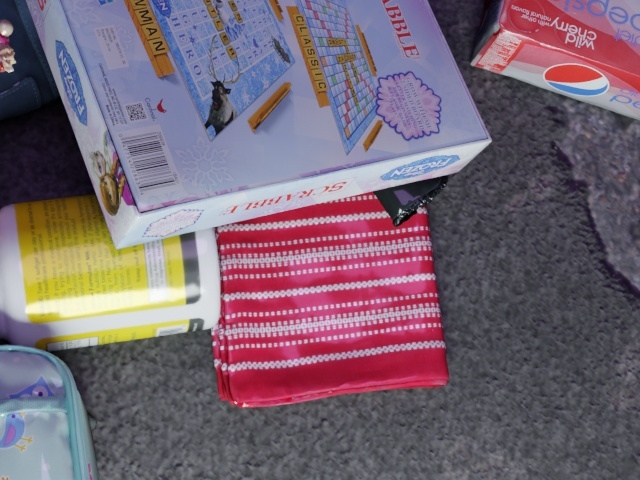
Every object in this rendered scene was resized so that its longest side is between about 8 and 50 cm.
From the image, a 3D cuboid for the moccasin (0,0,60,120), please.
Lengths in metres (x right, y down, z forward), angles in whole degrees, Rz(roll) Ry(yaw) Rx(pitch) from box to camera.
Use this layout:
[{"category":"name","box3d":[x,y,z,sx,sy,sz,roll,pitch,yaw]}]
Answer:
[{"category":"moccasin","box3d":[-0.293,-0.264,1.120,0.117,0.138,0.342,-15,93,-18]}]

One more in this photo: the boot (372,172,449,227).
[{"category":"boot","box3d":[0.041,-0.055,1.132,0.121,0.045,0.099,-37,86,-23]}]

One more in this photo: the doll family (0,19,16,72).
[{"category":"doll family","box3d":[-0.337,-0.078,1.011,0.263,0.118,0.163,-31,70,-9]}]

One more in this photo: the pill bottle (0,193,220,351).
[{"category":"pill bottle","box3d":[-0.189,0.024,1.053,0.208,0.119,0.119,-7,77,-13]}]

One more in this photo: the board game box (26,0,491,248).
[{"category":"board game box","box3d":[-0.062,-0.176,1.073,0.318,0.066,0.319,-13,73,-29]}]

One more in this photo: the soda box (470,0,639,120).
[{"category":"soda box","box3d":[0.276,-0.172,1.214,0.263,0.083,0.092,17,73,-7]}]

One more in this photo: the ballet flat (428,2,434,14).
[{"category":"ballet flat","box3d":[0.062,-0.229,1.207,0.070,0.070,0.188,-13,76,-14]}]

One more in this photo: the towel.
[{"category":"towel","box3d":[0.000,0.000,1.143,0.199,0.031,0.275,-3,76,-13]}]

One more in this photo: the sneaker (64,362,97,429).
[{"category":"sneaker","box3d":[-0.207,0.117,1.070,0.083,0.031,0.035,40,71,1]}]

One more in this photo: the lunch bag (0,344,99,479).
[{"category":"lunch bag","box3d":[-0.300,0.192,0.969,0.279,0.108,0.224,-8,69,-6]}]
